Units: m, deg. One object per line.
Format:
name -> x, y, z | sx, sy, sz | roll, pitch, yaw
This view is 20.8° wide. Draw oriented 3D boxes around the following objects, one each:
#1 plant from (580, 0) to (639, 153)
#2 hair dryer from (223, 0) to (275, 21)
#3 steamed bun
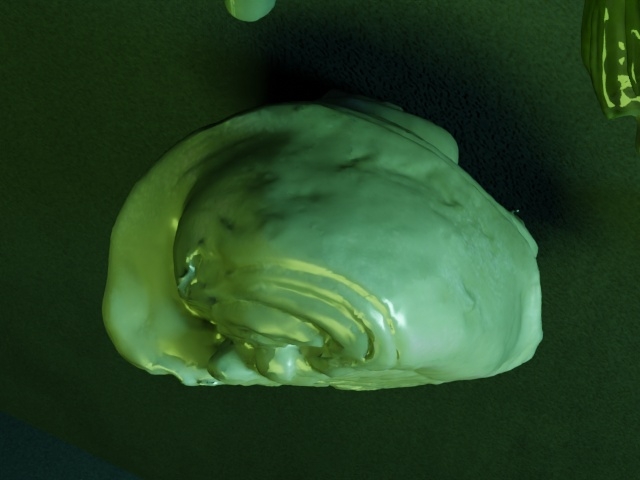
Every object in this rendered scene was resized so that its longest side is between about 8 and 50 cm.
plant -> 0.232, -0.219, 1.001 | 0.251, 0.180, 0.333 | 2, 112, 54
hair dryer -> -0.090, -0.243, 1.280 | 0.225, 0.088, 0.219 | 31, 162, 27
steamed bun -> 0.000, 0.000, 1.421 | 0.339, 0.247, 0.352 | -4, 177, 32
